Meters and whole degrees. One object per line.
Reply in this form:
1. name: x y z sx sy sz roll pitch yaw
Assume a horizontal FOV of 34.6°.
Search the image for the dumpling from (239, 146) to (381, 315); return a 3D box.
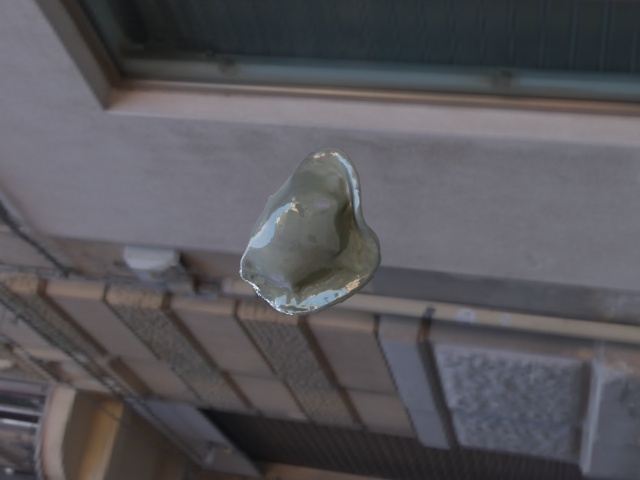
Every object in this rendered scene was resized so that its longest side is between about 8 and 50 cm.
1. dumpling: 0.001 -0.002 1.075 0.169 0.134 0.100 -53 -18 -9
